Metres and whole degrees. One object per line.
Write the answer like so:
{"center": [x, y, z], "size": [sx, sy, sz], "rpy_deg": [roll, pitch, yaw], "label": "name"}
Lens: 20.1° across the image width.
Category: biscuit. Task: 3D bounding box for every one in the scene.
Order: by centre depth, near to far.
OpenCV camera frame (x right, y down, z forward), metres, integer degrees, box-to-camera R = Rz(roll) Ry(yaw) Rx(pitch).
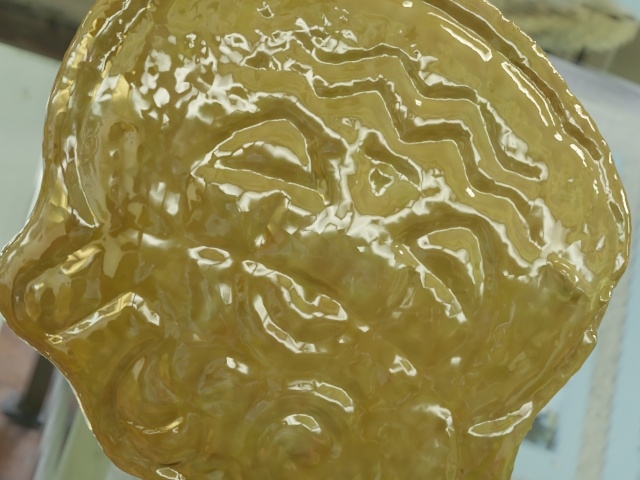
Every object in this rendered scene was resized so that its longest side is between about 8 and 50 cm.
{"center": [0.000, 0.000, 1.119], "size": [0.385, 0.365, 0.062], "rpy_deg": [27, 1, -14], "label": "biscuit"}
